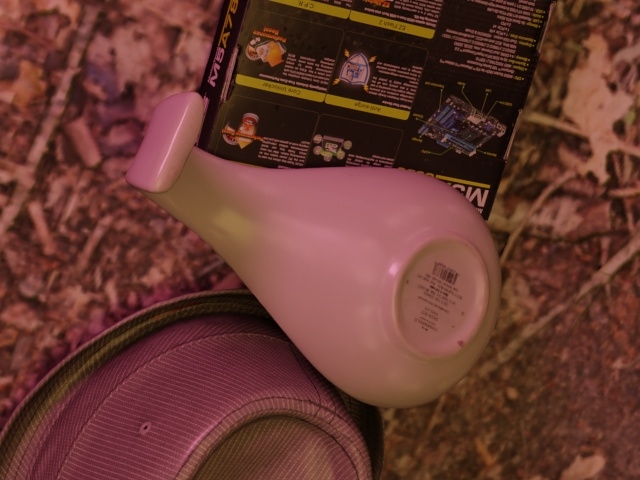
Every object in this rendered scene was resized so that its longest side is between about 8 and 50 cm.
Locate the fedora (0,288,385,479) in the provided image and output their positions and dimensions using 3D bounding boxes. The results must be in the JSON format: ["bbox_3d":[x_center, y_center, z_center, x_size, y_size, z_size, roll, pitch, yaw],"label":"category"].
[{"bbox_3d":[-0.067,0.167,1.008,0.244,0.124,0.275,40,92,-27],"label":"fedora"}]

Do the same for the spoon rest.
[{"bbox_3d":[0.000,0.000,0.957,0.276,0.084,0.137,31,78,-37],"label":"spoon rest"}]

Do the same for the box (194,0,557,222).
[{"bbox_3d":[0.036,-0.115,0.992,0.191,0.045,0.184,9,108,-24],"label":"box"}]
